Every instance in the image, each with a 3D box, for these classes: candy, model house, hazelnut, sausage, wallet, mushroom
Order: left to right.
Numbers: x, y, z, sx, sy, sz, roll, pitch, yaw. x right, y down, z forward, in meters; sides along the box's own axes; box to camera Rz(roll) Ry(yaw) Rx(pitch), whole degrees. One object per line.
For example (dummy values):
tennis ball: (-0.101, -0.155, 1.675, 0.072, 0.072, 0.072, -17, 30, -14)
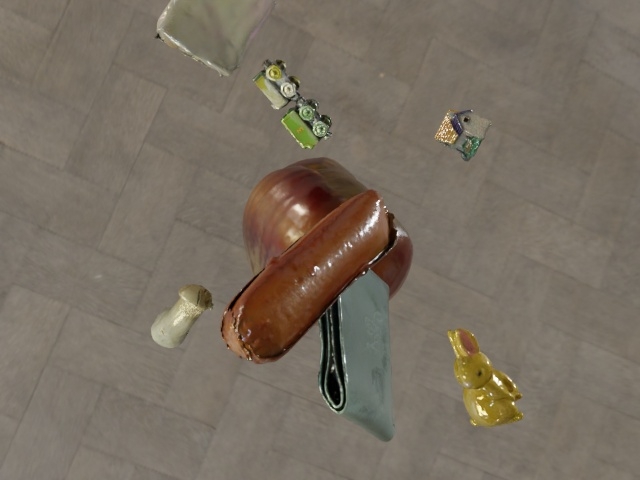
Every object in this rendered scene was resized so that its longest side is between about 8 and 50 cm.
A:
mushroom: (-0.294, 0.160, 1.795, 0.081, 0.223, 0.092, 43, 53, -1)
candy: (-0.201, -0.418, 1.591, 0.185, 0.137, 0.195, 32, 96, -10)
sausage: (-0.011, 0.041, 1.118, 0.330, 0.102, 0.102, -41, 99, -40)
hazelnut: (0.000, 0.000, 1.884, 0.359, 0.409, 0.359, -17, 122, -28)
wallet: (0.063, 0.170, 1.417, 0.054, 0.251, 0.290, -12, 62, 20)
model house: (0.317, -0.244, 1.925, 0.100, 0.101, 0.088, 30, 82, 2)

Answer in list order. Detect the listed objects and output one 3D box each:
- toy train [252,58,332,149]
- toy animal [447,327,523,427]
toy train: (-0.058, -0.275, 1.734, 0.081, 0.060, 0.202, -36, 100, 25)
toy animal: (0.217, 0.192, 1.204, 0.083, 0.070, 0.159, -24, 114, 23)
